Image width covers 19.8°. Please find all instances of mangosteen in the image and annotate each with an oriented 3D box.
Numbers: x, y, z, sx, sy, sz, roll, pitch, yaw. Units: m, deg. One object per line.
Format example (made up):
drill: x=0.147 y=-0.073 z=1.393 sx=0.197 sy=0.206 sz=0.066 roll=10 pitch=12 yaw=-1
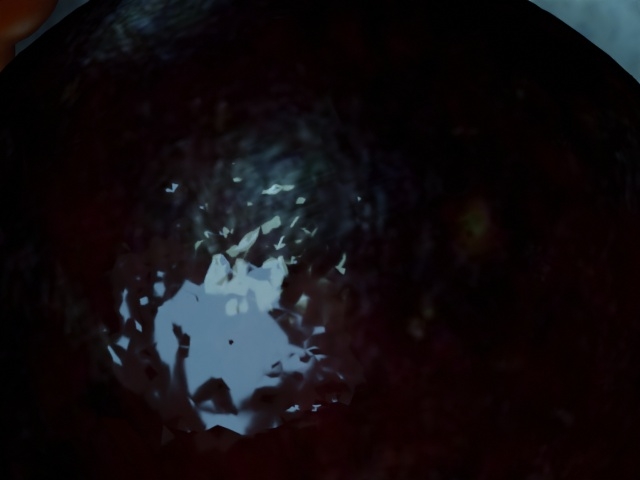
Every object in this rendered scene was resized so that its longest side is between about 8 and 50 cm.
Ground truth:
mangosteen: x=0.000 y=0.000 z=0.510 sx=0.235 sy=0.235 sz=0.261 roll=-12 pitch=55 yaw=27

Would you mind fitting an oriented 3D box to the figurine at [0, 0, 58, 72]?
figurine: x=-0.262 y=-0.169 z=0.605 sx=0.306 sy=0.241 sz=0.411 roll=-25 pitch=69 yaw=4
